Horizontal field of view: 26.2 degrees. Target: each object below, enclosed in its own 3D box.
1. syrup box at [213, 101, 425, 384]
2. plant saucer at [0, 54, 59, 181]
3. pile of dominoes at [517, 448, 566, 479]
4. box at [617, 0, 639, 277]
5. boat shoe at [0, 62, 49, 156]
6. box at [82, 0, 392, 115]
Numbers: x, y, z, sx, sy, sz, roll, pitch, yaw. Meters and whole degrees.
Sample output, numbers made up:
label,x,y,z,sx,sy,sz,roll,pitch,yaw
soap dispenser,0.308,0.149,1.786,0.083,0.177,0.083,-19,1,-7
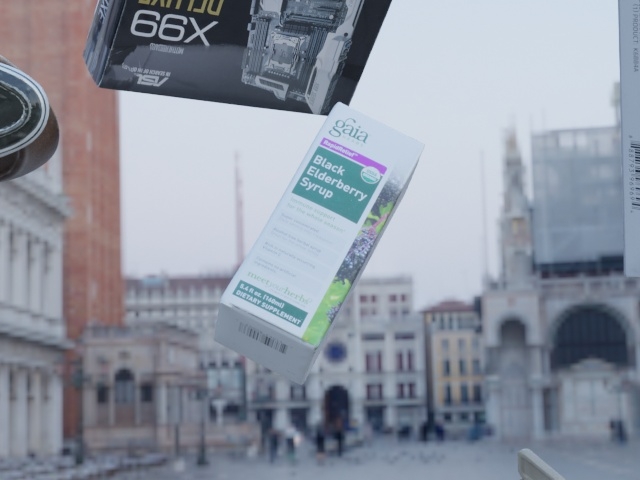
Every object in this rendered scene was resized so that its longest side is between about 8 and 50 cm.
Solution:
label,x,y,z,sx,sy,sz,roll,pitch,yaw
syrup box,0.000,0.000,1.241,0.093,0.237,0.096,27,-27,5
plant saucer,-0.280,-0.094,1.030,0.168,0.029,0.168,10,-35,7
pile of dominoes,0.257,0.300,1.122,0.040,0.196,0.251,-22,35,-23
box,0.204,-0.042,0.518,0.186,0.145,0.038,11,27,39
boat shoe,-0.282,-0.086,0.897,0.219,0.078,0.070,-1,5,-25
box,-0.076,-0.266,1.478,0.307,0.242,0.076,5,33,-31
